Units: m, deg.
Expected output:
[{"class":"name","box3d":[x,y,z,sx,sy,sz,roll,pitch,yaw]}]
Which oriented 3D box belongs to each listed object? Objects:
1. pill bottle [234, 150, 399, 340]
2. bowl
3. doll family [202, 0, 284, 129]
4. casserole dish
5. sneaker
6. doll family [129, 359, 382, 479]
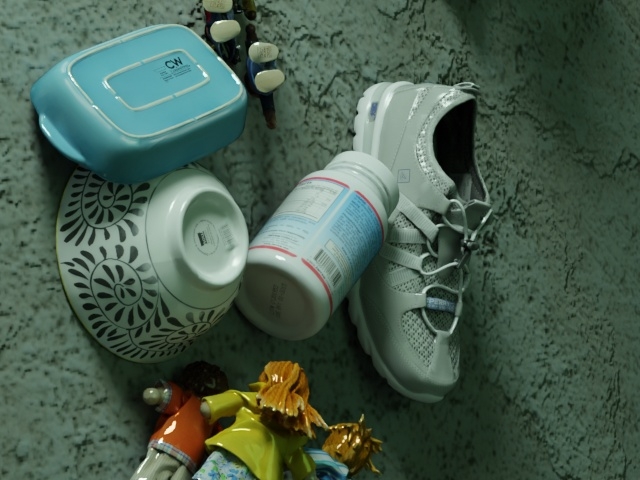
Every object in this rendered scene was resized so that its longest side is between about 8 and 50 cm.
[{"class":"pill bottle","box3d":[0.000,0.000,1.528,0.087,0.087,0.160,59,44,-22]},{"class":"bowl","box3d":[-0.106,0.003,1.411,0.170,0.080,0.170,12,74,-47]},{"class":"doll family","box3d":[-0.062,-0.184,1.497,0.076,0.111,0.193,1,87,-10]},{"class":"casserole dish","box3d":[-0.126,-0.107,1.402,0.114,0.037,0.188,47,40,13]},{"class":"sneaker","box3d":[0.091,-0.005,1.612,0.105,0.115,0.281,5,79,-49]},{"class":"doll family","box3d":[-0.023,0.188,1.437,0.263,0.118,0.163,51,48,-30]}]
